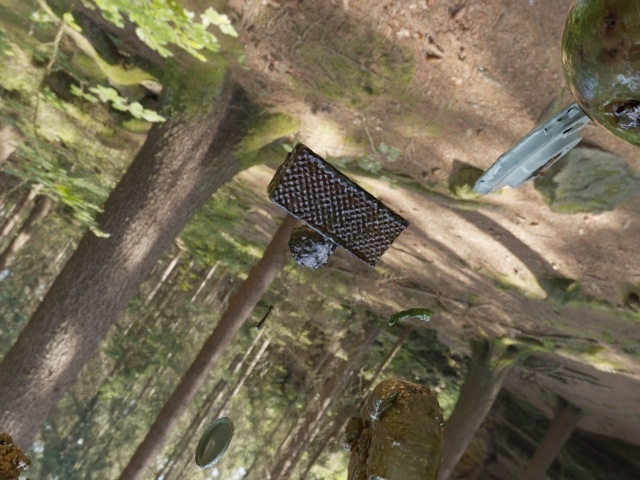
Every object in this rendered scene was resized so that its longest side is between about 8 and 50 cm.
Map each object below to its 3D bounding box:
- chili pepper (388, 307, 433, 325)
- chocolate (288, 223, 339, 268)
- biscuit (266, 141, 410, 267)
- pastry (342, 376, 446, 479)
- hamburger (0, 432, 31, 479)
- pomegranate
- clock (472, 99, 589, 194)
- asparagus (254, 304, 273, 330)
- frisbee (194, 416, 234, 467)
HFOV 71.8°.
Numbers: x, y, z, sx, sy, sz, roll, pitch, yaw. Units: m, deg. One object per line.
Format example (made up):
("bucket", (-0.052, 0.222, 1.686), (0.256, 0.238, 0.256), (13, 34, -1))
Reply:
("chili pepper", (0.171, 0.142, 0.844), (0.030, 0.091, 0.034), (91, 171, -51))
("chocolate", (0.000, 0.000, 1.332), (0.156, 0.156, 0.133), (35, 135, -25))
("biscuit", (0.033, -0.056, 0.765), (0.252, 0.106, 0.070), (33, -169, -21))
("pastry", (0.106, 0.345, 0.711), (0.120, 0.257, 0.236), (19, -173, 1))
("hamburger", (-0.365, 0.252, 0.331), (0.146, 0.285, 0.243), (117, 135, -62))
("pomegranate", (0.287, -0.152, 0.311), (0.179, 0.210, 0.180), (157, 90, -87))
("clock", (0.374, -0.147, 0.763), (0.053, 0.236, 0.236), (53, -179, 15))
("asparagus", (-0.168, 0.230, 1.329), (0.018, 0.015, 0.127), (64, -156, -14))
("frisbee", (-0.224, 0.428, 0.939), (0.014, 0.110, 0.110), (46, 171, -24))
